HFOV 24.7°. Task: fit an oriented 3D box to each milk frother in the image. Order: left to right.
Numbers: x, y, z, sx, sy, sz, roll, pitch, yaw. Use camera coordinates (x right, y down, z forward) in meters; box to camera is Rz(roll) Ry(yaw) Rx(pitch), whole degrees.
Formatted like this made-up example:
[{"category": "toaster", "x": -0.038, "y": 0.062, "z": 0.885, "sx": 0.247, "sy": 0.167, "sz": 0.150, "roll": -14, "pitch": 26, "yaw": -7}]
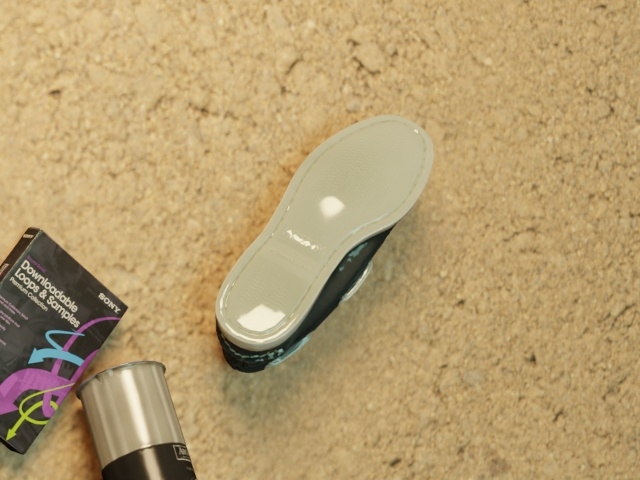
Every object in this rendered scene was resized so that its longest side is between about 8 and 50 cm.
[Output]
[{"category": "milk frother", "x": -0.184, "y": 0.199, "z": 1.281, "sx": 0.143, "sy": 0.129, "sz": 0.134, "roll": -17, "pitch": 67, "yaw": -7}]

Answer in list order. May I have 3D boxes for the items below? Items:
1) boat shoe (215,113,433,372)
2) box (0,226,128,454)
[{"category": "boat shoe", "x": 0.000, "y": 0.000, "z": 1.408, "sx": 0.114, "sy": 0.091, "sz": 0.302, "roll": 38, "pitch": 64, "yaw": 14}, {"category": "box", "x": -0.252, "y": 0.086, "z": 1.255, "sx": 0.116, "sy": 0.029, "sz": 0.162, "roll": 45, "pitch": 66, "yaw": -30}]
